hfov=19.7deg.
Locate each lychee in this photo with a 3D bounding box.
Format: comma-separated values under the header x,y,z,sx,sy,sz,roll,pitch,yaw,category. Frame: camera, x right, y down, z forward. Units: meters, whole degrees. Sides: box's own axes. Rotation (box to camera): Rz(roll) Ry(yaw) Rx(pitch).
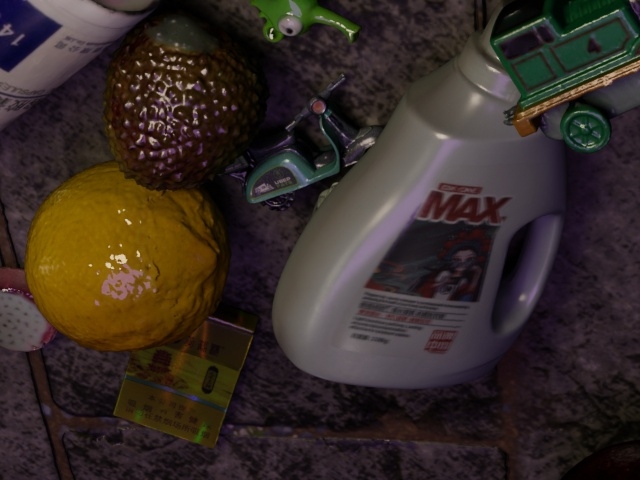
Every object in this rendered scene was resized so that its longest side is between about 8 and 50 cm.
x,y,z,sx,sy,sz,roll,pitch,yaw,category
-0.130,-0.124,1.716,0.171,0.171,0.171,7,129,8,lychee

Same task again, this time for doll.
x,y,z,sx,sy,sz,roll,pitch,yaw,category
0.013,-0.238,1.663,0.115,0.050,0.190,44,123,-16,doll

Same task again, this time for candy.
x,y,z,sx,sy,sz,roll,pitch,yaw,category
-0.331,0.075,2.003,0.103,0.043,0.103,7,129,9,candy

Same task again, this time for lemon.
x,y,z,sx,sy,sz,roll,pitch,yaw,category
-0.191,0.015,1.823,0.231,0.192,0.192,-6,129,40,lemon

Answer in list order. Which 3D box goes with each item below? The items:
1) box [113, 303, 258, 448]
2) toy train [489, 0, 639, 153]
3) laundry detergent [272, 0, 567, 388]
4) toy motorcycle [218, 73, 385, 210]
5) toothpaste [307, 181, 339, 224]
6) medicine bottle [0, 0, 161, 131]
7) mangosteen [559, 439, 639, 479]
x,y,z,sx,sy,sz,roll,pitch,yaw,category
-0.148,0.138,2.019,0.121,0.030,0.193,18,131,-2,box
0.233,-0.159,1.515,0.227,0.091,0.136,-25,114,33,toy train
0.132,-0.042,1.725,0.264,0.125,0.398,7,125,-26,laundry detergent
-0.018,-0.090,1.783,0.173,0.058,0.100,-19,122,23,toy motorcycle
0.000,0.000,1.841,0.049,0.031,0.204,17,149,-1,toothpaste
-0.316,-0.200,1.682,0.332,0.190,0.190,-33,115,33,medicine bottle
0.383,0.340,1.901,0.347,0.307,0.307,-22,126,-9,mangosteen
